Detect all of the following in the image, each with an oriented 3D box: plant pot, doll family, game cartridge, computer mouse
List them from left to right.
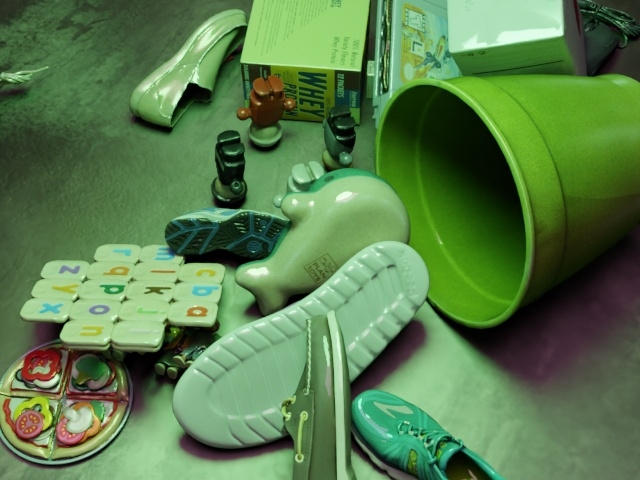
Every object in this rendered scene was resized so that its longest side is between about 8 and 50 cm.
[{"bbox_3d":[-0.231,0.138,1.545,0.193,0.076,0.111,18,47,10],"label":"doll family"},{"bbox_3d":[0.180,-0.304,1.763,0.198,0.062,0.297,11,75,-31],"label":"game cartridge"},{"bbox_3d":[0.328,-0.098,1.568,0.353,0.366,0.366,-18,57,-25],"label":"plant pot"},{"bbox_3d":[0.453,-0.353,1.882,0.188,0.072,0.272,25,59,15],"label":"computer mouse"}]

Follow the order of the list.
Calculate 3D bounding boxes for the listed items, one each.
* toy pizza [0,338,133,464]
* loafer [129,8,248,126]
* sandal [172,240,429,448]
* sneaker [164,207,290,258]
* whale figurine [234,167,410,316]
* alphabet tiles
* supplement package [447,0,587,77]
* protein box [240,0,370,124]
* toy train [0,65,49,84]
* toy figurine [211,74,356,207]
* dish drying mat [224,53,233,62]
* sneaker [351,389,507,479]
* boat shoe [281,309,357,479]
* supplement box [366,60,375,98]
[{"bbox_3d":[-0.372,0.225,1.517,0.201,0.032,0.201,0,55,0],"label":"toy pizza"},{"bbox_3d":[-0.212,-0.293,1.836,0.092,0.102,0.268,43,78,9],"label":"loafer"},{"bbox_3d":[-0.020,0.156,1.516,0.416,0.102,0.169,-32,95,-9],"label":"sandal"},{"bbox_3d":[-0.133,-0.021,1.647,0.211,0.080,0.081,5,21,2],"label":"sneaker"},{"bbox_3d":[0.000,0.000,1.588,0.272,0.216,0.141,-34,33,8],"label":"whale figurine"},{"bbox_3d":[-0.284,0.080,1.547,0.278,0.021,0.284,1,27,1],"label":"alphabet tiles"},{"bbox_3d":[0.323,-0.330,1.692,0.175,0.293,0.177,-6,73,20],"label":"supplement package"},{"bbox_3d":[-0.021,-0.324,1.828,0.201,0.136,0.200,5,55,4],"label":"protein box"},{"bbox_3d":[-0.579,-0.220,1.790,0.248,0.105,0.143,-11,67,-7],"label":"toy train"},{"bbox_3d":[-0.058,-0.135,1.702,0.209,0.148,0.213,21,56,8],"label":"toy figurine"},{"bbox_3d":[-0.201,-0.324,1.907,0.083,0.008,0.032,-26,60,-16],"label":"dish drying mat"},{"bbox_3d":[0.156,0.285,1.425,0.275,0.110,0.107,34,62,22],"label":"sneaker"},{"bbox_3d":[-0.005,0.256,1.404,0.097,0.116,0.324,-5,80,6],"label":"boat shoe"},{"bbox_3d":[0.130,-0.279,1.840,0.098,0.062,0.036,5,57,3],"label":"supplement box"}]
